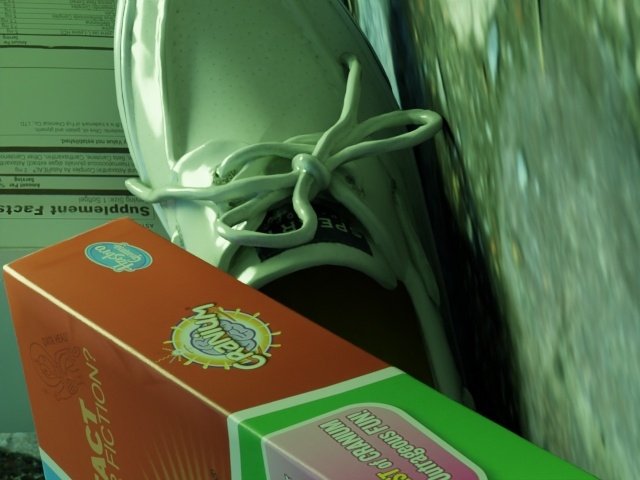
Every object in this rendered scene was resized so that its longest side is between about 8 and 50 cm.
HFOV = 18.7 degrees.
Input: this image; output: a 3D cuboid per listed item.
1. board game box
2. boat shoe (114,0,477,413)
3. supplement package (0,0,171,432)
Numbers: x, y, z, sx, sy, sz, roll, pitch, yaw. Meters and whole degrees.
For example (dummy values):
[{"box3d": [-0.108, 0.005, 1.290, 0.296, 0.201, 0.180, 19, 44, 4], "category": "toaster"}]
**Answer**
[{"box3d": [-0.003, 0.151, 0.743, 0.316, 0.064, 0.242, 26, 130, 50], "category": "board game box"}, {"box3d": [-0.008, 0.004, 0.846, 0.156, 0.136, 0.367, 100, 156, -74], "category": "boat shoe"}, {"box3d": [-0.124, -0.053, 1.091, 0.199, 0.198, 0.262, 116, 149, -53], "category": "supplement package"}]
